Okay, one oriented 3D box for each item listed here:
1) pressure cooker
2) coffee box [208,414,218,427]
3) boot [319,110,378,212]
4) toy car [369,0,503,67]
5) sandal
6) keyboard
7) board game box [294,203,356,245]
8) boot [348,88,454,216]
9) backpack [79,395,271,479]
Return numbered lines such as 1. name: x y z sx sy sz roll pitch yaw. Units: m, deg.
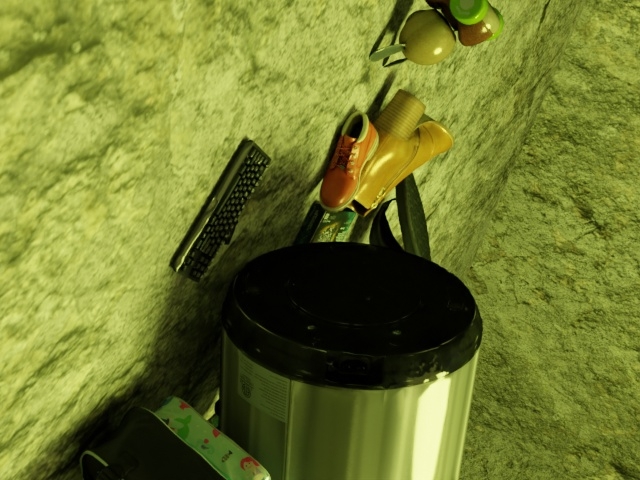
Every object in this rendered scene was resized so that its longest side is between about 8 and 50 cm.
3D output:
1. pressure cooker: 0.026 0.250 1.337 0.370 0.375 0.420 -113 -156 -64
2. coffee box: -0.190 0.376 1.589 0.113 0.040 0.184 -41 155 -53
3. boot: 0.037 -0.122 1.412 0.084 0.059 0.158 65 47 -68
4. toy car: 0.157 -0.323 1.374 0.188 0.149 0.155 -35 168 18
5. sandal: 0.155 0.061 1.768 0.167 0.107 0.446 -4 87 -77
6. keyboard: -0.115 -0.031 1.136 0.180 0.023 0.108 -59 165 -4
7. board game box: 0.000 0.000 1.556 0.126 0.026 0.186 -63 165 8
8. boot: 0.123 -0.135 1.605 0.211 0.104 0.295 -57 160 5
9. backpack: -0.193 0.342 1.179 0.191 0.225 0.253 -38 157 -44
